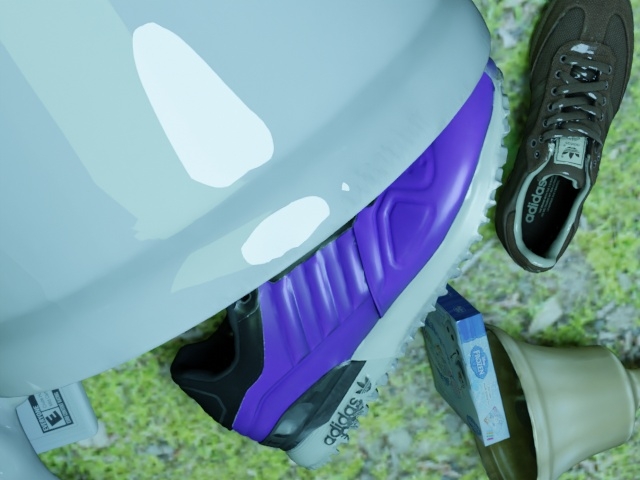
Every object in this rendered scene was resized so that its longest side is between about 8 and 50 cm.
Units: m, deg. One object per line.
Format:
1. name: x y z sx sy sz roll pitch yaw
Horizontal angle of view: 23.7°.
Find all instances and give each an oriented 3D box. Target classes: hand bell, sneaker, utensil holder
1. hand bell: 0.229 0.094 1.003 0.242 0.126 0.126 -10 112 -13
2. sneaker: 0.000 0.001 0.936 0.146 0.102 0.293 25 107 -13
3. sneaker: 0.157 -0.068 0.937 0.066 0.071 0.188 8 111 -7
4. utensil holder: -0.152 -0.174 0.745 0.328 0.327 0.385 -31 107 8

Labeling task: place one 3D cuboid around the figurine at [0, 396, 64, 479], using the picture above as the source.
1. figurine: -0.243 0.182 0.983 0.215 0.092 0.209 -34 119 8

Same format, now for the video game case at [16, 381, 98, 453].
1. video game case: -0.258 0.070 0.987 0.173 0.022 0.190 -18 112 2

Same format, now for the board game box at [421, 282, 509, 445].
1. board game box: 0.088 0.073 0.976 0.020 0.090 0.090 -18 112 -10
